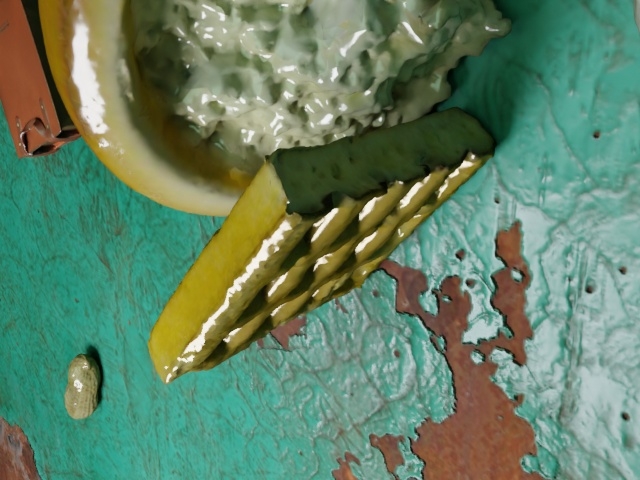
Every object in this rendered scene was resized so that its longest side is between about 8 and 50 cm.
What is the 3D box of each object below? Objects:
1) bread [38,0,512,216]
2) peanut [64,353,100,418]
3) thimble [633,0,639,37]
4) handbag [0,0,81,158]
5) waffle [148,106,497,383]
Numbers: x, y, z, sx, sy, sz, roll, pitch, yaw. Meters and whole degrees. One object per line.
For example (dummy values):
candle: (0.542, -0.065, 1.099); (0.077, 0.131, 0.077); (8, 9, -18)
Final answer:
bread: (-0.031, -0.221, 0.596); (0.245, 0.329, 0.424); (-98, 24, -50)
peanut: (-0.350, 0.214, 1.146); (0.054, 0.054, 0.113); (32, 123, 30)
thimble: (0.296, -0.136, 0.319); (0.292, 0.195, 0.291); (15, 114, 36)
handbag: (-0.365, -0.208, 0.993); (0.127, 0.063, 0.190); (-15, 93, 44)
waffle: (0.000, 0.000, 0.605); (0.055, 0.248, 0.221); (53, 132, 13)
